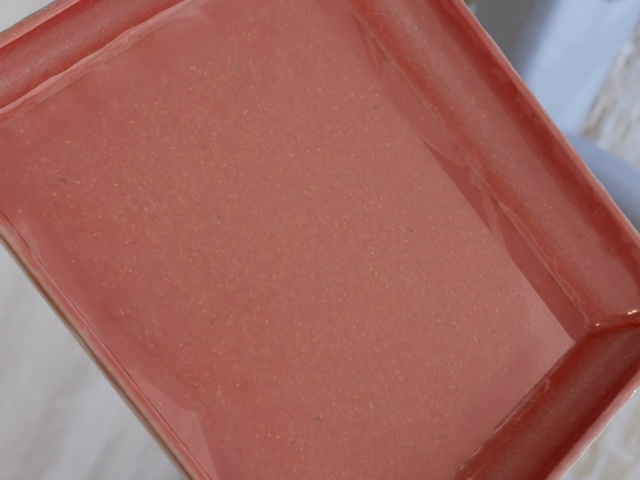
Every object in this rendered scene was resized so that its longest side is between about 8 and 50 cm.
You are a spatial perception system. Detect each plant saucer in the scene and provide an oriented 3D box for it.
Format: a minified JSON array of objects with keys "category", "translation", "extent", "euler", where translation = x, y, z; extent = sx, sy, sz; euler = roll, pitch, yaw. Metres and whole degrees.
[{"category":"plant saucer","translation":[0.000,0.000,0.723],"extent":[0.259,0.258,0.047],"euler":[-40,-176,-41]}]
